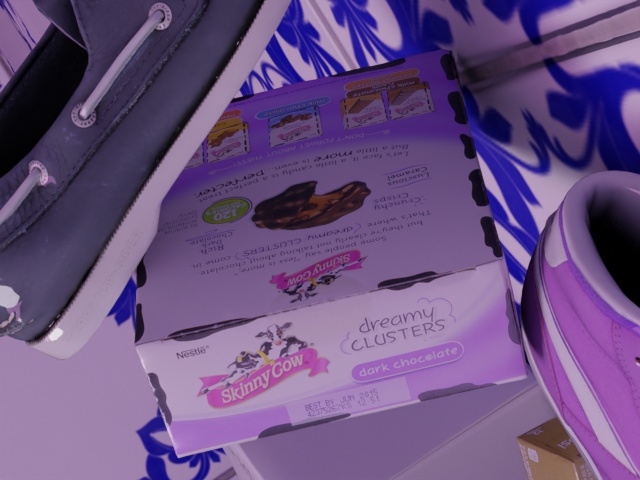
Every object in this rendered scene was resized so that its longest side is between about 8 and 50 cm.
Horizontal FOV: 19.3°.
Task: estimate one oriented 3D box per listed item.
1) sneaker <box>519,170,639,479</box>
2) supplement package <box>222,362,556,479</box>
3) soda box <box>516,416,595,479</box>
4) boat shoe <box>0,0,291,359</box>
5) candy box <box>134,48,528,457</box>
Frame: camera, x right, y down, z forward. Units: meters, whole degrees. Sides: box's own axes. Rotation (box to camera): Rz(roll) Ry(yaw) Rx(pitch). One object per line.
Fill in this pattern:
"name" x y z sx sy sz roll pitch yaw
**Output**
"sneaker" 0.173 0.096 0.766 0.282 0.102 0.161 53 166 19
"supplement package" 0.065 0.182 1.245 0.177 0.175 0.293 47 166 48
"soda box" 0.167 0.181 1.033 0.058 0.061 0.181 17 127 61
"boat shoe" -0.087 -0.096 0.833 0.099 0.319 0.116 24 -163 -19
"candy box" 0.000 0.000 0.891 0.196 0.165 0.070 -96 -8 -56
